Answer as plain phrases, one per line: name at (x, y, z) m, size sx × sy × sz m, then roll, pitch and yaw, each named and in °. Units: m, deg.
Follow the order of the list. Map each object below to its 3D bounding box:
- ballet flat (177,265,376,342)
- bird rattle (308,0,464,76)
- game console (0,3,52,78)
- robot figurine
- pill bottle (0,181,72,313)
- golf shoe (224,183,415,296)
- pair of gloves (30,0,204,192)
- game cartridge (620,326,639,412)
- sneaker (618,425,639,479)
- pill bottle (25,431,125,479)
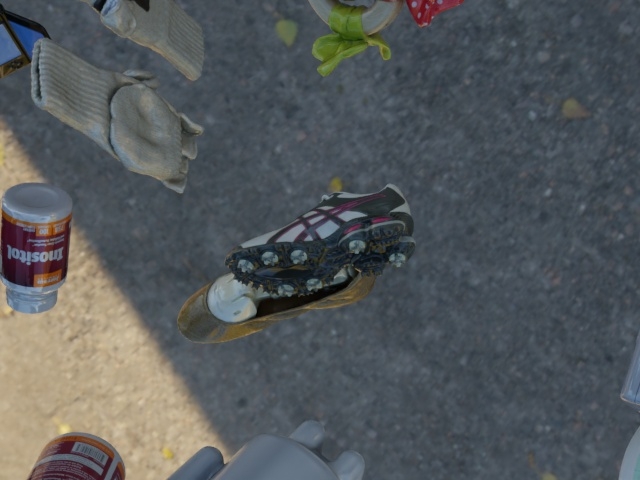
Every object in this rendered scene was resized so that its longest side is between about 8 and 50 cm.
ballet flat at (-0.074, 0.081, 1.692) m, size 0.342 × 0.124 × 0.116 m, roll -12°, pitch 72°, yaw -1°
bird rattle at (0.060, -0.348, 1.429) m, size 0.207 × 0.143 × 0.253 m, roll 51°, pitch 142°, yaw -1°
game console at (-0.407, -0.247, 1.378) m, size 0.071 × 0.107 × 0.122 m, roll 58°, pitch 172°, yaw 26°
robot figurine at (-0.088, 0.397, 1.369) m, size 0.300 × 0.353 × 0.200 m, roll 32°, pitch 142°, yaw 25°
pill bottle at (-0.355, 0.012, 1.291) m, size 0.086 × 0.086 × 0.152 m, roll 24°, pitch 122°, yaw 20°
golf shoe at (0.000, 0.000, 1.466) m, size 0.272 × 0.120 × 0.105 m, roll -11°, pitch 135°, yaw 12°
pair of gloves at (-0.180, -0.176, 1.004) m, size 0.042 × 0.240 × 0.204 m, roll -19°, pitch 142°, yaw 30°
game cartridge at (0.405, 0.110, 1.076) m, size 0.062 × 0.198 × 0.297 m, roll 8°, pitch 164°, yaw 39°
sneaker at (0.511, 0.305, 1.431) m, size 0.151 × 0.256 × 0.094 m, roll 13°, pitch 145°, yaw 36°
pill bottle at (-0.333, 0.354, 1.321) m, size 0.121 × 0.221 × 0.121 m, roll 3°, pitch 116°, yaw 5°
